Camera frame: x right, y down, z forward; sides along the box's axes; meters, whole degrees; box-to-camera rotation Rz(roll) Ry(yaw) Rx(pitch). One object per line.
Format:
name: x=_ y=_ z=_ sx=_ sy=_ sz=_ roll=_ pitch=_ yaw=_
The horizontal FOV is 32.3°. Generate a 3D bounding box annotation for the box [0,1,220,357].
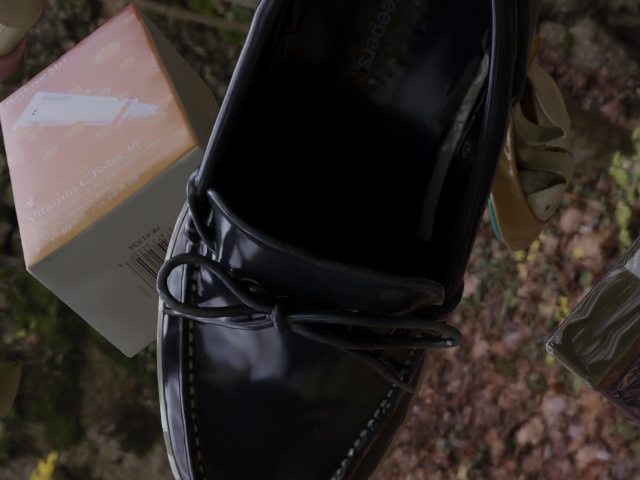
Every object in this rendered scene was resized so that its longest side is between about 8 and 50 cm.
box: x=-0.210 y=-0.079 z=1.231 sx=0.215 sy=0.168 sz=0.345 roll=-36 pitch=39 yaw=5

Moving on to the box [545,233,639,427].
box: x=0.195 y=0.034 z=0.569 sx=0.136 sy=0.036 sz=0.225 roll=-50 pitch=-27 yaw=3

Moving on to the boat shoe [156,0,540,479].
boat shoe: x=0.000 y=0.000 z=0.642 sx=0.156 sy=0.187 sz=0.500 roll=-68 pitch=-3 yaw=-62

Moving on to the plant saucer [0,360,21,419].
plant saucer: x=-0.330 y=0.159 z=0.829 sx=0.037 sy=0.241 sz=0.241 roll=63 pitch=176 yaw=2

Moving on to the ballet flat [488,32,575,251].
ballet flat: x=0.154 y=-0.066 z=0.831 sx=0.232 sy=0.073 sz=0.080 roll=60 pitch=-138 yaw=-47

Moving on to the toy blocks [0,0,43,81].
toy blocks: x=-0.348 y=-0.299 z=0.890 sx=0.260 sy=0.288 sz=0.309 roll=-15 pitch=61 yaw=62
